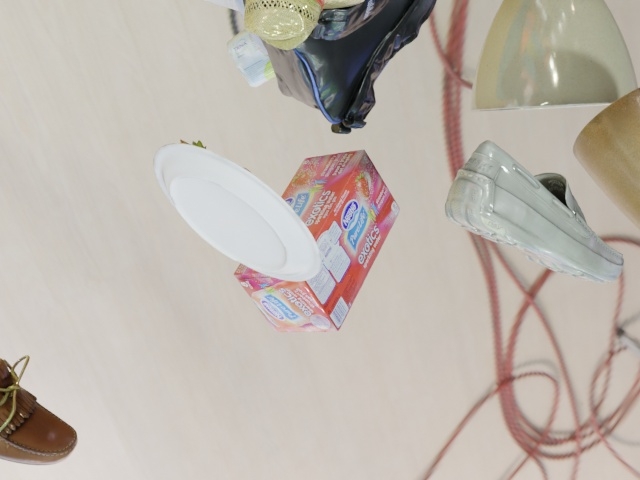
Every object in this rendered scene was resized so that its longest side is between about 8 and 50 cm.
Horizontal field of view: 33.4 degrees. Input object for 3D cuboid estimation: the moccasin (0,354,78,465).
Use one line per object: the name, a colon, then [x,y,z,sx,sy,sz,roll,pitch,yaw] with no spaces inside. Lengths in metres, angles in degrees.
moccasin: [-0.597,0.266,1.900,0.147,0.380,0.139,-55,177,30]

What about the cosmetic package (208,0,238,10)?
cosmetic package: [-0.155,-0.455,1.633,0.060,0.099,0.239,-59,161,-21]

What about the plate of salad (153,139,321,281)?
plate of salad: [-0.080,-0.032,1.063,0.048,0.200,0.200,-55,132,-25]

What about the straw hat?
straw hat: [-0.033,-0.199,0.922,0.145,0.144,0.061,17,81,-37]

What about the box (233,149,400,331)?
box: [0.000,0.000,1.562,0.128,0.123,0.256,57,46,-33]

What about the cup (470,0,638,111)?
cup: [0.461,-0.381,2.114,0.331,0.331,0.236,-6,97,-30]

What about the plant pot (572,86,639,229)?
plant pot: [0.576,-0.097,1.726,0.237,0.254,0.237,-20,155,-9]

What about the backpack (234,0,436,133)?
backpack: [0.029,-0.322,1.393,0.263,0.213,0.276,-44,155,-10]

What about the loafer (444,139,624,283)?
loafer: [0.285,-0.028,1.328,0.319,0.112,0.111,23,88,-43]

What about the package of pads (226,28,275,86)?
package of pads: [-0.010,-0.389,1.856,0.101,0.229,0.296,59,34,-12]
